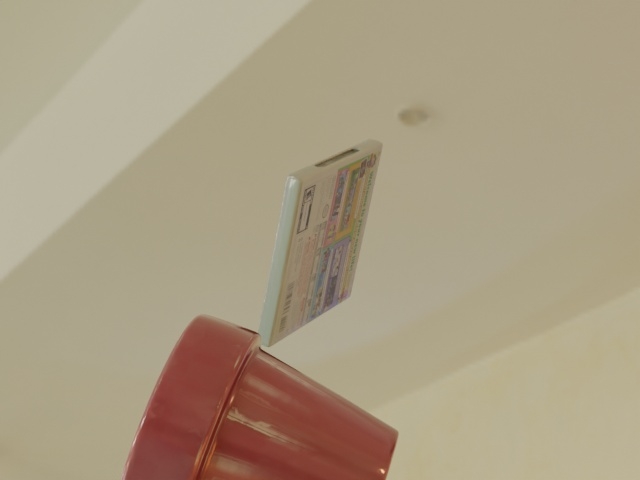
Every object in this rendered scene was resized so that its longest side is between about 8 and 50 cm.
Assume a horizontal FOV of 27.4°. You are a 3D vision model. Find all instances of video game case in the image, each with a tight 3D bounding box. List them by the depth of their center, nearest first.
[{"bbox_3d":[0.000,0.000,1.535,0.023,0.193,0.212,22,-64,24],"label":"video game case"}]

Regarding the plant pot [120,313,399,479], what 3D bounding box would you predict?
[{"bbox_3d":[-0.043,0.178,1.017,0.180,0.201,0.201,18,-29,4],"label":"plant pot"}]
